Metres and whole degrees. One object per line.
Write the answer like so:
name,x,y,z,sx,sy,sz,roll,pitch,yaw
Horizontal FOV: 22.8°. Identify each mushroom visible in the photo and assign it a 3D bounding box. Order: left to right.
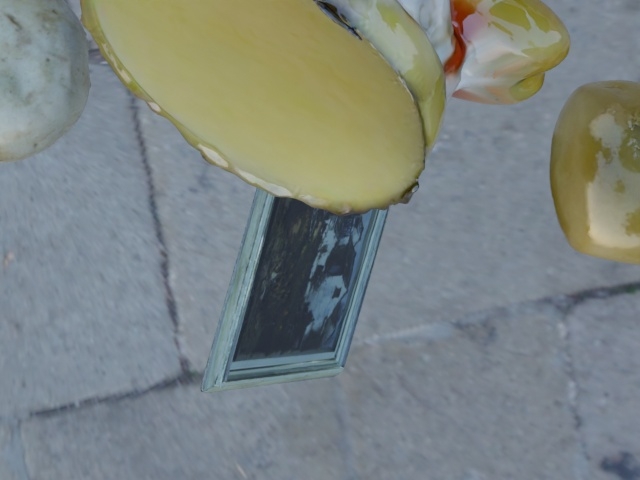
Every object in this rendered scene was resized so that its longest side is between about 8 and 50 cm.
mushroom,-0.283,-0.152,1.416,0.166,0.127,0.166,0,92,-6

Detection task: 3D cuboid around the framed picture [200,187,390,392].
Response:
framed picture,0.000,0.000,1.482,0.019,0.232,0.296,22,102,31

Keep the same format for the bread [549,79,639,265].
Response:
bread,0.281,-0.049,1.211,0.217,0.098,0.147,3,81,-21

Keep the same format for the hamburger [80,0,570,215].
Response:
hamburger,0.009,-0.160,1.062,0.303,0.261,0.186,30,65,9
